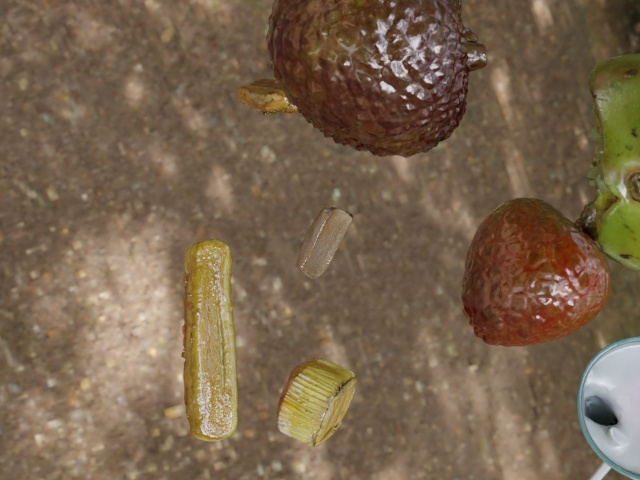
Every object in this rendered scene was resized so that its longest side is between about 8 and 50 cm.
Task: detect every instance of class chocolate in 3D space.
[{"bbox_3d":[0.000,0.000,1.564,0.064,0.031,0.100,19,98,-56],"label":"chocolate"}]

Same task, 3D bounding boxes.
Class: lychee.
[{"bbox_3d":[0.064,-0.222,1.396,0.260,0.261,0.260,50,30,-43],"label":"lychee"},{"bbox_3d":[0.363,0.046,1.957,0.255,0.300,0.255,61,-3,6],"label":"lychee"}]

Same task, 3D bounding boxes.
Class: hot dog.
[{"bbox_3d":[-0.156,0.139,1.690,0.061,0.088,0.285,157,-63,-70],"label":"hot dog"},{"bbox_3d":[-0.066,-0.190,1.589,0.062,0.144,0.038,-25,112,-25],"label":"hot dog"}]

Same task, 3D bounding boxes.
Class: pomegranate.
[{"bbox_3d":[0.505,-0.119,1.671,0.358,0.216,0.309,-29,111,-57],"label":"pomegranate"}]

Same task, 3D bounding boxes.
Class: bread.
[{"bbox_3d":[-0.011,0.285,2.130,0.190,0.114,0.132,-12,123,-68],"label":"bread"}]

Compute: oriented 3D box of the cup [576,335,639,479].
[{"bbox_3d":[0.384,0.197,1.396,0.167,0.299,0.173,39,3,16],"label":"cup"}]
